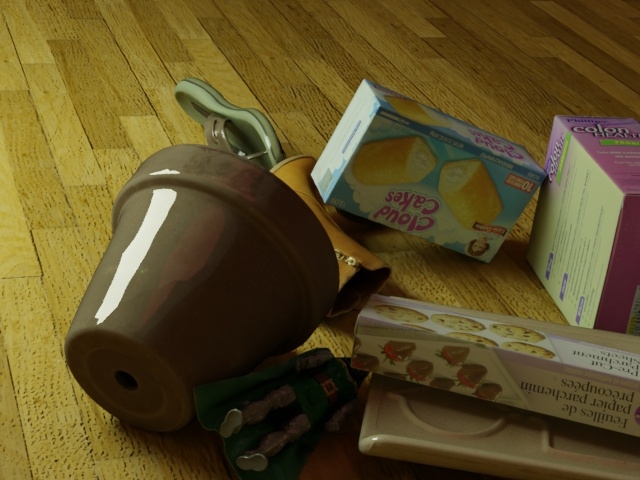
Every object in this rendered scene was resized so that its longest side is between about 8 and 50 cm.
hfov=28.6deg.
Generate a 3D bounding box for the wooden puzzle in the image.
[{"bbox_3d":[0.212,0.177,1.330,0.322,0.081,0.348,9,23,4],"label":"wooden puzzle"}]

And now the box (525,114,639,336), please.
[{"bbox_3d":[0.367,-0.013,1.575,0.117,0.214,0.243,0,27,-12],"label":"box"}]

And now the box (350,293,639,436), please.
[{"bbox_3d":[0.193,0.125,1.260,0.324,0.063,0.067,13,24,13],"label":"box"}]

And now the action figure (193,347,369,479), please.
[{"bbox_3d":[-0.016,0.164,1.275,0.063,0.137,0.232,-28,-1,36],"label":"action figure"}]

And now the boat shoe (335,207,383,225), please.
[{"bbox_3d":[0.088,-0.060,1.780,0.190,0.068,0.072,-2,14,-37],"label":"boat shoe"}]

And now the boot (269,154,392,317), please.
[{"bbox_3d":[0.000,-0.001,1.613,0.211,0.104,0.295,23,34,17],"label":"boot"}]

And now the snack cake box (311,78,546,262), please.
[{"bbox_3d":[0.141,-0.087,1.644,0.264,0.152,0.089,19,24,-24],"label":"snack cake box"}]

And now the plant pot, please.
[{"bbox_3d":[-0.141,0.068,1.302,0.263,0.263,0.229,17,46,19],"label":"plant pot"}]

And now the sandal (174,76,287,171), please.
[{"bbox_3d":[-0.136,-0.147,1.863,0.086,0.120,0.303,-38,43,-18],"label":"sandal"}]
